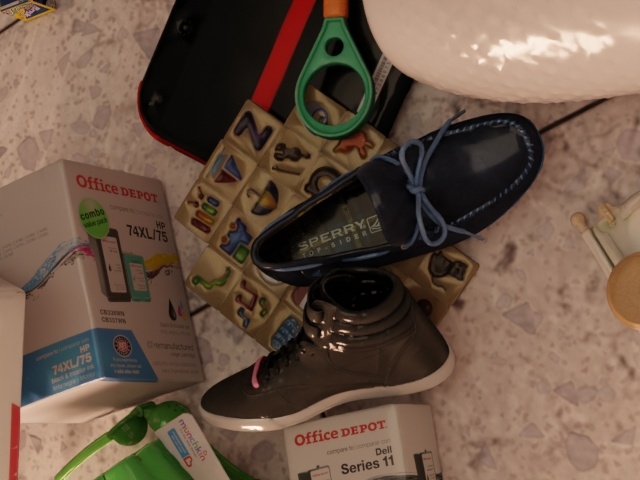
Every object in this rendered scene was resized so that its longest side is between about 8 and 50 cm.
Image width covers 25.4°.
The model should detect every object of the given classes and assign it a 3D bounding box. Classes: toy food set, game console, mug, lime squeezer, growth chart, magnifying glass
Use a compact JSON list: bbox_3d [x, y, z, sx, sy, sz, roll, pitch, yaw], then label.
[{"bbox_3d":[0.329,0.050,1.432,0.083,0.020,0.082,-13,78,29],"label":"toy food set"},{"bbox_3d":[-0.031,-0.247,1.699,0.342,0.060,0.386,27,99,25],"label":"game console"},{"bbox_3d":[0.233,-0.310,1.440,0.328,0.276,0.374,-6,52,35],"label":"mug"},{"bbox_3d":[-0.208,0.249,1.749,0.310,0.059,0.109,-3,112,29],"label":"lime squeezer"},{"bbox_3d":[0.385,-0.008,1.430,0.237,0.021,0.172,-32,69,24],"label":"growth chart"},{"bbox_3d":[0.017,-0.229,1.618,0.092,0.026,0.230,-2,80,16],"label":"magnifying glass"}]

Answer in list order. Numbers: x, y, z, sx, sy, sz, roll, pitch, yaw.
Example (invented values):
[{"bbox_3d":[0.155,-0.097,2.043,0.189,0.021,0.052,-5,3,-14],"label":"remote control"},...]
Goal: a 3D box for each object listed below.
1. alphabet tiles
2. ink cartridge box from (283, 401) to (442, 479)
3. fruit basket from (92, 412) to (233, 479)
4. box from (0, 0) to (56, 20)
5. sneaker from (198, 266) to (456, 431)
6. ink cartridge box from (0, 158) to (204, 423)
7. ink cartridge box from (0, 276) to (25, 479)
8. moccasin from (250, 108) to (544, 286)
[{"bbox_3d":[0.000,0.000,1.632,0.342,0.011,0.285,37,103,18],"label":"alphabet tiles"},{"bbox_3d":[0.054,0.290,1.554,0.153,0.087,0.208,-16,75,28],"label":"ink cartridge box"},{"bbox_3d":[-0.160,0.413,1.648,0.327,0.165,0.353,-37,90,29],"label":"fruit basket"},{"bbox_3d":[-0.405,-0.390,1.936,0.059,0.054,0.168,-14,76,29],"label":"box"},{"bbox_3d":[-0.015,0.111,1.544,0.296,0.146,0.104,-15,31,16],"label":"sneaker"},{"bbox_3d":[-0.299,0.068,1.731,0.197,0.198,0.270,-22,74,28],"label":"ink cartridge box"},{"bbox_3d":[-0.494,0.154,1.655,0.385,0.160,0.279,18,108,54],"label":"ink cartridge box"},{"bbox_3d":[0.081,-0.028,1.529,0.342,0.117,0.137,-31,79,19],"label":"moccasin"}]
